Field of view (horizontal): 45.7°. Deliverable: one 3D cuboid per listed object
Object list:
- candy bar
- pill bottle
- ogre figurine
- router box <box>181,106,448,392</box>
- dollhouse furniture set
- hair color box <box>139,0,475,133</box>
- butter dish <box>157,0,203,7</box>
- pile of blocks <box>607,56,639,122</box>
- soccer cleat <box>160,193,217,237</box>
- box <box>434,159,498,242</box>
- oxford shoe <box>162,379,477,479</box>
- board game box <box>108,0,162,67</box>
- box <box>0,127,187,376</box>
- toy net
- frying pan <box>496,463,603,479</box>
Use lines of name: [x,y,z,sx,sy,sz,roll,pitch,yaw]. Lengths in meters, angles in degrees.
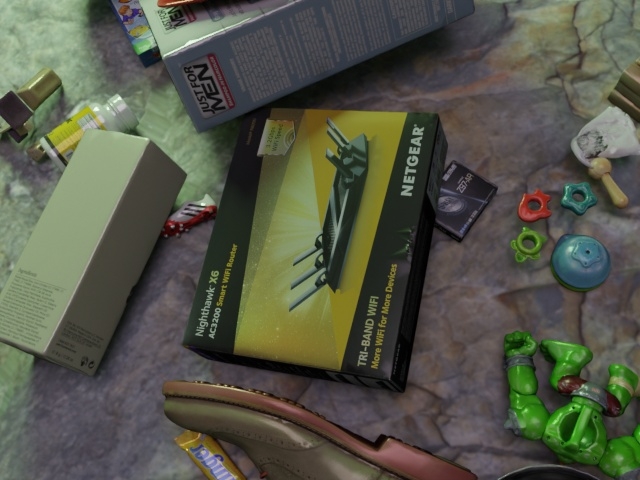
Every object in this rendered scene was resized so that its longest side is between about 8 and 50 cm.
candy bar: [-0.099,0.271,0.844,0.040,0.018,0.161,-41,72,-9]
pill bottle: [-0.295,-0.136,0.977,0.116,0.065,0.065,-37,72,-9]
ogre figurine: [0.278,0.178,0.807,0.197,0.097,0.118,31,64,2]
router box: [0.000,0.000,0.872,0.243,0.081,0.308,5,71,20]
dollhouse furniture set: [-0.391,-0.169,1.027,0.081,0.091,0.114,-13,36,42]
hair color box: [-0.021,-0.293,0.950,0.375,0.113,0.185,-24,42,-4]
butter dish: [-0.120,-0.361,0.887,0.160,0.118,0.159,-5,43,18]
pile of blocks: [0.480,-0.100,0.878,0.149,0.112,0.362,-20,71,-2]
soccer cleat: [-0.170,-0.031,0.952,0.083,0.029,0.035,-24,59,-5]
box: [0.168,-0.049,0.934,0.067,0.018,0.083,35,77,14]
oxford shoe: [-0.020,0.242,0.796,0.349,0.123,0.130,18,78,11]
board game box: [-0.187,-0.344,1.057,0.201,0.035,0.136,-29,71,-5]
box: [-0.273,0.010,0.897,0.113,0.094,0.275,14,71,29]
toy net: [0.310,-0.059,0.916,0.122,0.045,0.232,18,71,12]
frying pan: [0.224,0.392,0.759,0.198,0.053,0.325,10,78,10]
